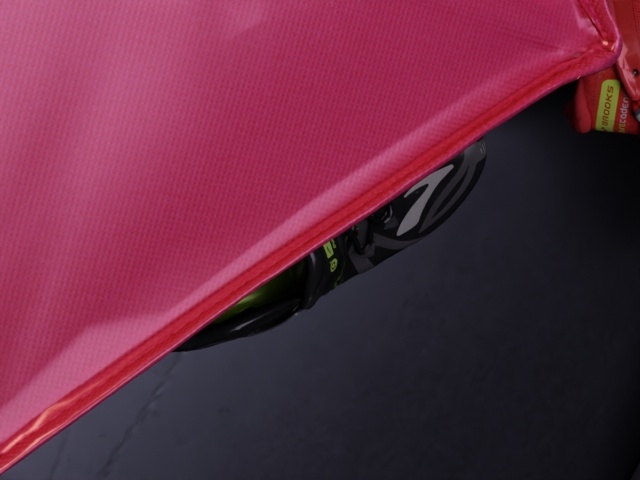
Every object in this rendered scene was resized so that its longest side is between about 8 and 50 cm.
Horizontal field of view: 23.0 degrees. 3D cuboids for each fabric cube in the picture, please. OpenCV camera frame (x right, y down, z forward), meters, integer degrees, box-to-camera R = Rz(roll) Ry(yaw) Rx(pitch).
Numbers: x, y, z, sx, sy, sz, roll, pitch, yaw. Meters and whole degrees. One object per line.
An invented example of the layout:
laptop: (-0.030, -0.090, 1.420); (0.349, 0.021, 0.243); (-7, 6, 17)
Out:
fabric cube: (-0.105, -0.114, 0.531); (0.254, 0.258, 0.259); (-34, 111, -15)

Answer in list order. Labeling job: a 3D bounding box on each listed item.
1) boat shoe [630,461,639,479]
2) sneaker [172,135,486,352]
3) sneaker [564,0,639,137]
boat shoe: (0.268, 0.057, 0.777); (0.136, 0.156, 0.367); (25, 90, -25)
sneaker: (0.000, 0.000, 0.695); (0.188, 0.078, 0.067); (-29, 110, -17)
sneaker: (0.172, -0.069, 0.712); (0.118, 0.107, 0.279); (-31, 75, -5)
